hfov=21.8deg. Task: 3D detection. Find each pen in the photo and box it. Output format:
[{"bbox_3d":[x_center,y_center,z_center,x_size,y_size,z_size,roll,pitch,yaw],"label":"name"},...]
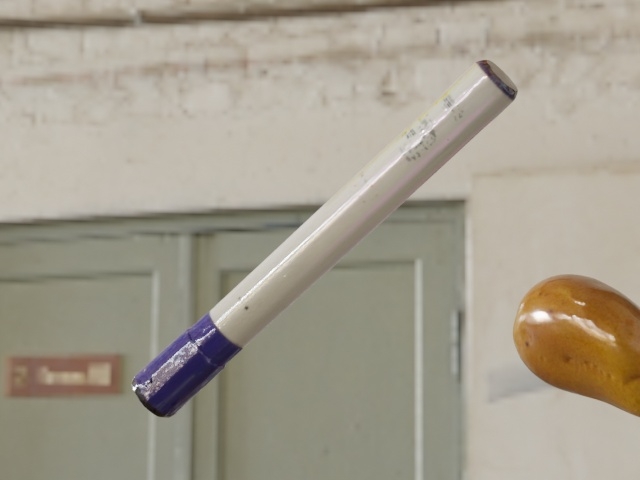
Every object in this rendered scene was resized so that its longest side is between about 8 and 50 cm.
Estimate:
[{"bbox_3d":[0.000,0.000,0.909,0.269,0.033,0.033,-43,-23,12],"label":"pen"}]

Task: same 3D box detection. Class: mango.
[{"bbox_3d":[0.225,0.078,1.319,0.159,0.084,0.105,19,-38,38],"label":"mango"}]
